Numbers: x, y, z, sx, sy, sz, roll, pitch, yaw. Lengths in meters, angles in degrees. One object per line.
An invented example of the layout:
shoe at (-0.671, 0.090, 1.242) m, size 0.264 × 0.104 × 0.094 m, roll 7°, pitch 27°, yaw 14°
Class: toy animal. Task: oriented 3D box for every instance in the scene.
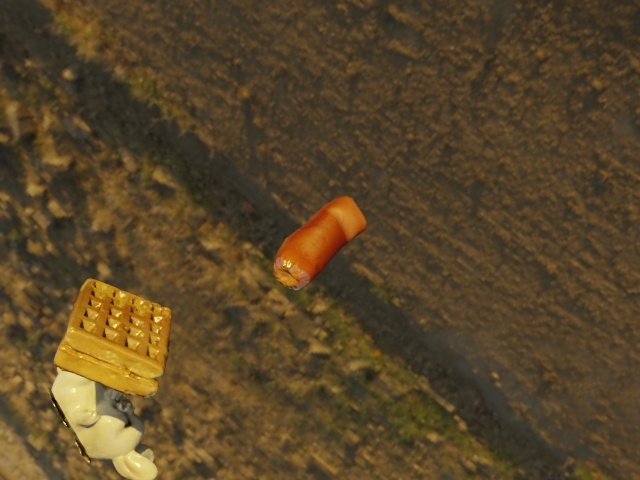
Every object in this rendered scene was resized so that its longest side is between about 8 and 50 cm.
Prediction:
toy animal at (-0.497, 0.411, 2.073) m, size 0.325 × 0.154 × 0.208 m, roll 60°, pitch 171°, yaw -10°

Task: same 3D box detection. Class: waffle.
waffle at (-0.424, 0.195, 1.890) m, size 0.224 × 0.098 × 0.328 m, roll 26°, pitch -166°, yaw -13°

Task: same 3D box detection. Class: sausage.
sausage at (0.000, 0.000, 1.703) m, size 0.089 × 0.300 × 0.083 m, roll 46°, pitch 127°, yaw 1°
